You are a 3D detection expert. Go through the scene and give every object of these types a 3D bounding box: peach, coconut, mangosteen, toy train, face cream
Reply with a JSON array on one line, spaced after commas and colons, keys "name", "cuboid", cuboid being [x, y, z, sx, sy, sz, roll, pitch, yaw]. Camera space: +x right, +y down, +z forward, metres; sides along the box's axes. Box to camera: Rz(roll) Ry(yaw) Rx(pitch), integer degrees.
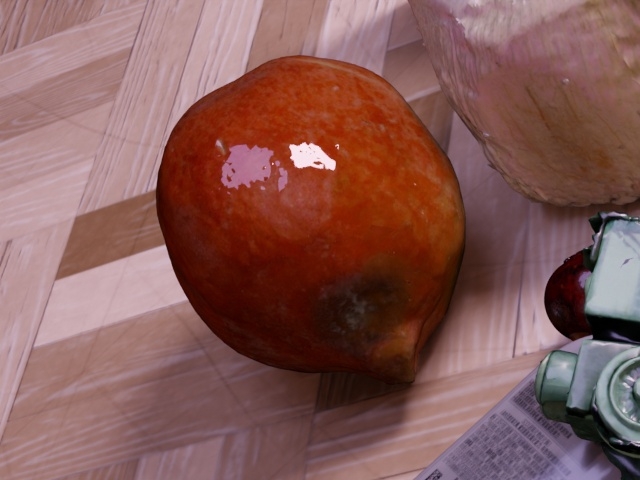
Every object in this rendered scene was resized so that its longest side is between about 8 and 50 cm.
[{"name": "peach", "cuboid": [0.000, 0.000, 1.433, 0.232, 0.232, 0.256, -28, 69, 16]}, {"name": "coconut", "cuboid": [0.207, -0.194, 1.420, 0.297, 0.254, 0.297, -24, 39, 21]}, {"name": "mangosteen", "cuboid": [0.194, 0.040, 1.326, 0.081, 0.081, 0.081, -25, 37, 20]}, {"name": "toy train", "cuboid": [0.261, 0.077, 1.127, 0.269, 0.115, 0.154, 10, 70, 22]}, {"name": "face cream", "cuboid": [0.169, 0.128, 1.247, 0.291, 0.071, 0.144, -43, 37, -5]}]
